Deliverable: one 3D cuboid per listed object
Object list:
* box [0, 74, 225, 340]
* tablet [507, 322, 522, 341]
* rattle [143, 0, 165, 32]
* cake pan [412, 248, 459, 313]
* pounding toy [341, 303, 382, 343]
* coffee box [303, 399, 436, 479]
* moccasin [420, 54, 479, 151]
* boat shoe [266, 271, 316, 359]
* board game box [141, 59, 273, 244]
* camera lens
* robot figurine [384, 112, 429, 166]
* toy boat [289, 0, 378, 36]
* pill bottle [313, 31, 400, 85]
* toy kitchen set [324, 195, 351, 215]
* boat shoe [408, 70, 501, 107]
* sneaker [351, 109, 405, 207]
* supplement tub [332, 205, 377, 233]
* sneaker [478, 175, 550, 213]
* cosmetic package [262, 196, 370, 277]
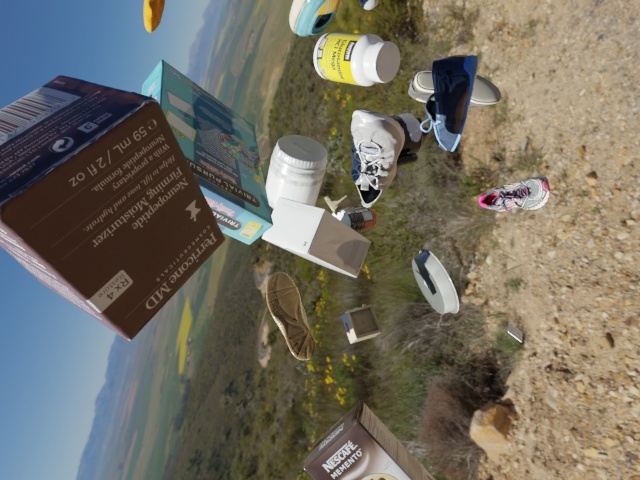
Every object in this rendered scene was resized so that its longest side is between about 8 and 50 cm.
[{"bbox_3d":[-0.244,-0.037,0.433,0.168,0.167,0.203,-53,-31,-30],"label":"box"},{"bbox_3d":[0.676,0.318,1.393,0.006,0.054,0.083,-58,-17,25],"label":"tablet"},{"bbox_3d":[-0.159,-0.387,0.596,0.130,0.200,0.142,-20,82,49],"label":"rattle"},{"bbox_3d":[0.466,0.176,1.661,0.293,0.054,0.293,156,90,-85],"label":"cake pan"},{"bbox_3d":[0.155,0.309,1.548,0.100,0.130,0.141,118,137,-57],"label":"pounding toy"},{"bbox_3d":[0.130,0.538,0.893,0.168,0.297,0.119,-46,-6,7],"label":"coffee box"},{"bbox_3d":[0.340,-0.369,1.077,0.342,0.117,0.137,69,-143,-64],"label":"moccasin"},{"bbox_3d":[-0.115,0.283,1.497,0.110,0.122,0.341,90,160,-70],"label":"boat shoe"},{"bbox_3d":[-0.236,-0.181,0.822,0.079,0.254,0.336,-36,47,25],"label":"board game box"},{"bbox_3d":[-0.101,-0.255,1.623,0.219,0.219,0.274,-101,22,-47],"label":"camera lens"},{"bbox_3d":[0.277,-0.391,1.549,0.209,0.278,0.173,35,138,59],"label":"robot figurine"},{"bbox_3d":[0.054,-0.803,1.337,0.318,0.148,0.267,-37,2,-25],"label":"toy boat"},{"bbox_3d":[0.143,-0.721,1.598,0.334,0.188,0.187,30,105,42],"label":"pill bottle"},{"bbox_3d":[0.072,-0.141,1.543,0.075,0.068,0.083,-34,40,2],"label":"toy kitchen set"},{"bbox_3d":[0.486,-0.547,1.474,0.095,0.335,0.112,143,133,-78],"label":"boat shoe"},{"bbox_3d":[0.116,-0.163,0.857,0.281,0.105,0.115,59,-130,-64],"label":"sneaker"},{"bbox_3d":[0.141,-0.081,1.643,0.117,0.190,0.117,11,106,42],"label":"supplement tub"},{"bbox_3d":[0.758,-0.169,1.575,0.299,0.112,0.120,154,114,-68],"label":"sneaker"},{"bbox_3d":[0.000,0.000,1.370,0.197,0.365,0.155,19,83,32],"label":"cosmetic package"}]
